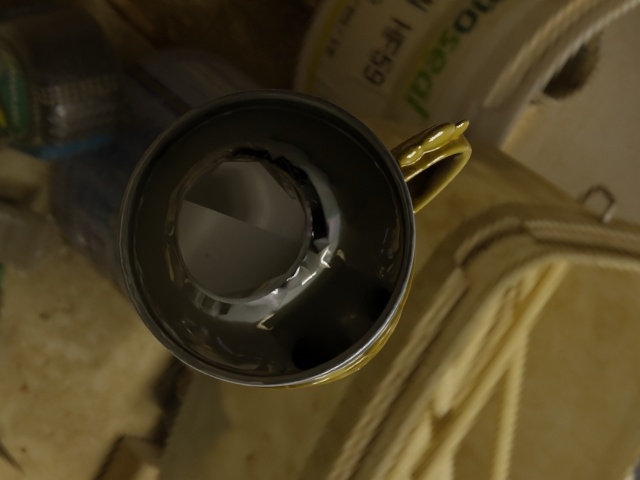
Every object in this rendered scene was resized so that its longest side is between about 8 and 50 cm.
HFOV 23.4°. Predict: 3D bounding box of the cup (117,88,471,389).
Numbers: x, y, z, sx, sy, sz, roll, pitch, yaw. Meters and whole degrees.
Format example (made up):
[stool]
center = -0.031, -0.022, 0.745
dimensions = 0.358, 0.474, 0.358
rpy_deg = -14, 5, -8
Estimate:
[cup]
center = 0.000, 0.000, 1.036
dimensions = 0.241, 0.185, 0.226
rpy_deg = -32, 167, -1
